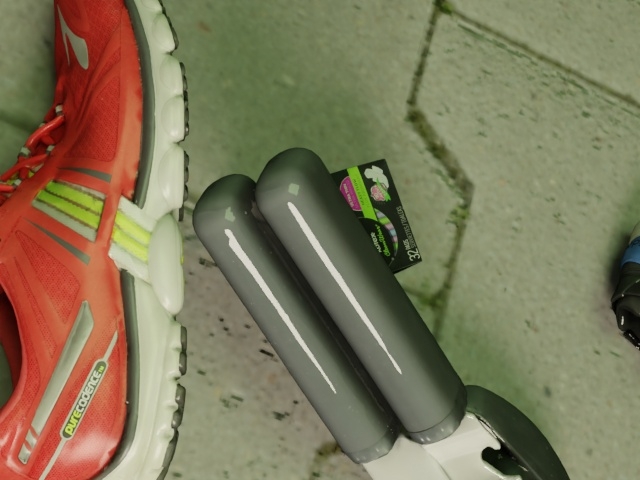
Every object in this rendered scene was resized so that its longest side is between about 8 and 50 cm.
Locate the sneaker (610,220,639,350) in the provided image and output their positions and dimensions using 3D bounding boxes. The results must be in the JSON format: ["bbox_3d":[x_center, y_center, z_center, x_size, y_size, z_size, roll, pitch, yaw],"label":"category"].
[{"bbox_3d":[0.242,0.058,0.875,0.152,0.058,0.085,35,57,-9],"label":"sneaker"}]

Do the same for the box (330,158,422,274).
[{"bbox_3d":[0.000,0.000,0.777,0.083,0.052,0.062,-17,84,-28],"label":"box"}]

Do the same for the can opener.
[{"bbox_3d":[0.037,0.071,0.735,0.280,0.074,0.093,54,29,-24],"label":"can opener"}]

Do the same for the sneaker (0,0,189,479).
[{"bbox_3d":[-0.125,-0.014,0.694,0.118,0.107,0.279,2,71,-14],"label":"sneaker"}]
